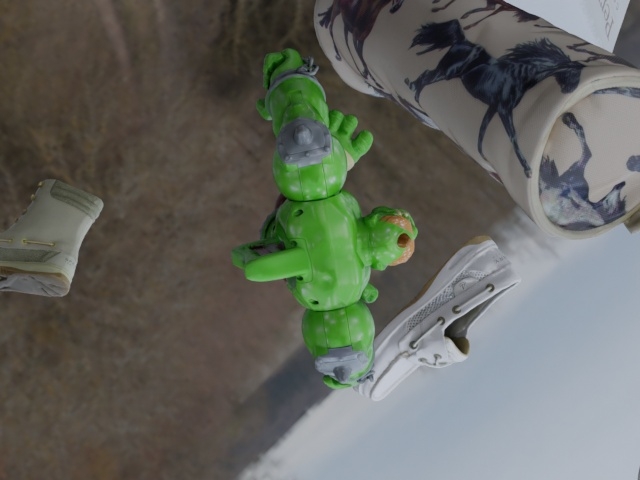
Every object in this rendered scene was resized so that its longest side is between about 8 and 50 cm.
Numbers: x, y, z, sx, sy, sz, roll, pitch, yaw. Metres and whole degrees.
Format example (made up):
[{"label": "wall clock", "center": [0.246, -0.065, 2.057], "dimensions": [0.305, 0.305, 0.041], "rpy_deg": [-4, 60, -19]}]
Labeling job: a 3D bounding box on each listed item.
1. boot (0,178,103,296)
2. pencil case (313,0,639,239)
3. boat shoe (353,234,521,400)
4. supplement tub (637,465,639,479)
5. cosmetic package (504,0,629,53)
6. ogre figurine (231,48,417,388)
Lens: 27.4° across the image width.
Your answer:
[{"label": "boot", "center": [-0.426, -0.012, 1.850], "dimensions": [0.077, 0.213, 0.165], "rpy_deg": [80, 23, -53]}, {"label": "pencil case", "center": [0.159, -0.148, 1.248], "dimensions": [0.160, 0.410, 0.183], "rpy_deg": [-50, 131, 3]}, {"label": "boat shoe", "center": [0.149, 0.121, 1.691], "dimensions": [0.277, 0.096, 0.098], "rpy_deg": [-52, 157, 22]}, {"label": "supplement tub", "center": [0.437, 0.243, 1.329], "dimensions": [0.199, 0.144, 0.144], "rpy_deg": [-8, 155, -28]}, {"label": "cosmetic package", "center": [0.191, -0.445, 1.528], "dimensions": [0.329, 0.327, 0.394], "rpy_deg": [53, 51, -46]}, {"label": "ogre figurine", "center": [0.000, 0.000, 0.730], "dimensions": [0.118, 0.096, 0.197], "rpy_deg": [-101, -160, -77]}]
